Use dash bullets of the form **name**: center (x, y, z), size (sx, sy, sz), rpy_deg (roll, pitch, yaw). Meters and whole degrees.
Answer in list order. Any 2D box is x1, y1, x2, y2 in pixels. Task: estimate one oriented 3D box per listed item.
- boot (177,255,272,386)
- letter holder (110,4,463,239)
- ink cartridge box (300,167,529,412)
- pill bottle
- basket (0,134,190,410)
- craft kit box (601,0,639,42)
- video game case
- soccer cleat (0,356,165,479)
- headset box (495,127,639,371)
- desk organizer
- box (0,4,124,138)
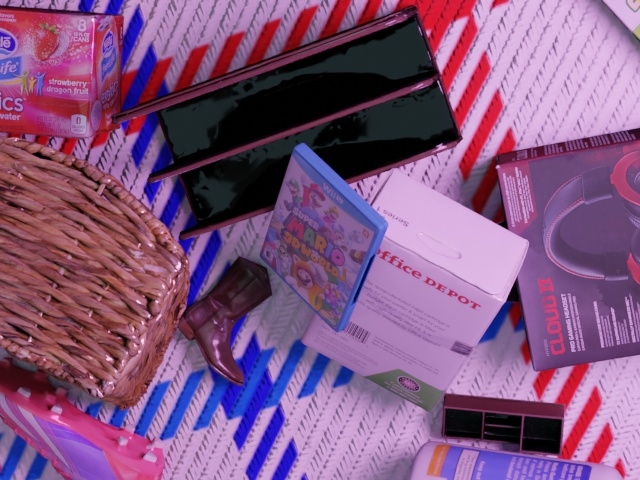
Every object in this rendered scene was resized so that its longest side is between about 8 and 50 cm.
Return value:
- **boot**: center (-0.085, 0.087, 1.624), size (0.114, 0.037, 0.106), rpy_deg (-43, 93, 7)
- **letter holder**: center (-0.028, -0.113, 1.490), size (0.302, 0.214, 0.152), rpy_deg (-19, 96, 10)
- **ink cartridge box**: center (0.092, 0.053, 1.505), size (0.160, 0.092, 0.219), rpy_deg (29, 140, 2)
- **pill bottle**: center (0.228, 0.297, 1.535), size (0.272, 0.152, 0.152), rpy_deg (7, 100, 16)
- **basket**: center (-0.288, 0.021, 1.584), size (0.299, 0.223, 0.213), rpy_deg (27, 82, 5)
- **craft kit box**: center (0.370, -0.322, 1.484), size (0.246, 0.061, 0.250), rpy_deg (-43, 91, 15)
- **video game case**: center (0.000, 0.000, 1.444), size (0.119, 0.015, 0.166), rpy_deg (44, 143, 20)
- **soccer cleat**: center (-0.289, 0.216, 1.652), size (0.248, 0.083, 0.095), rpy_deg (28, 106, 0)
- **headset box**: center (0.310, 0.001, 1.514), size (0.293, 0.110, 0.218), rpy_deg (-9, 98, 9)
- **desk organizer**: center (0.193, 0.196, 1.592), size (0.130, 0.050, 0.047), rpy_deg (4, 99, 7)
- **box**: center (-0.343, -0.182, 1.570), size (0.257, 0.122, 0.128), rpy_deg (5, 100, 7)
